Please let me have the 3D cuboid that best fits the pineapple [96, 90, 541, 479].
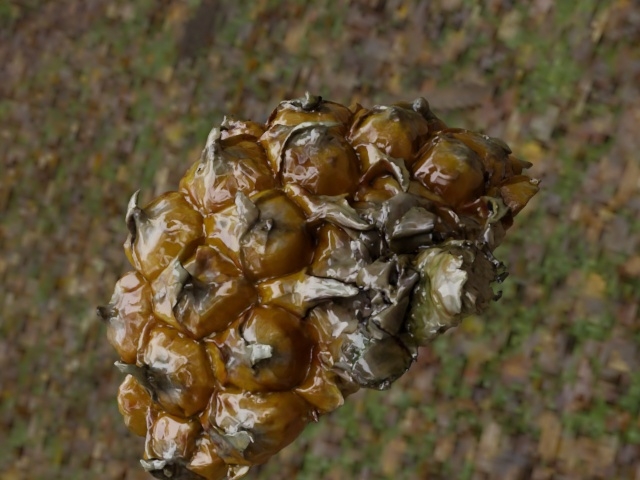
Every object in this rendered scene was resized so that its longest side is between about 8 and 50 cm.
[{"bbox_3d":[-0.005,0.004,0.771,0.250,0.140,0.164,-42,10,-6],"label":"pineapple"}]
